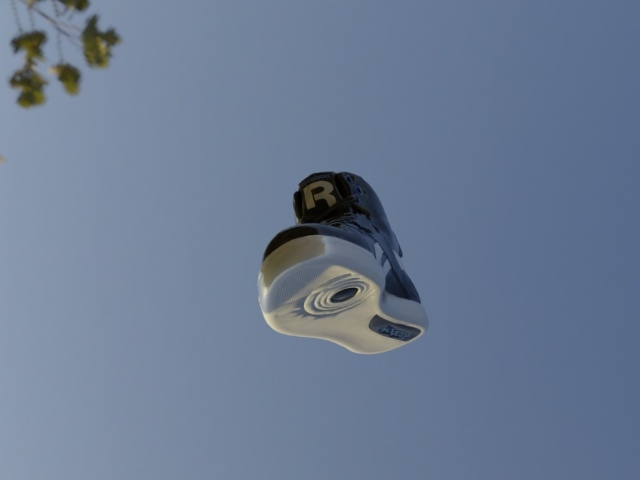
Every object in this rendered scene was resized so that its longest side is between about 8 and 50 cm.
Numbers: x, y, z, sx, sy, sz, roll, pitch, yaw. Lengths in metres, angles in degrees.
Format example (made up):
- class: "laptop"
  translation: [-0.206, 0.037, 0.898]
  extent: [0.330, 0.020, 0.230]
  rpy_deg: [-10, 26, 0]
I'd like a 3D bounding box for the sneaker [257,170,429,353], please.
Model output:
- class: "sneaker"
  translation: [0.000, 0.000, 0.789]
  extent: [0.079, 0.217, 0.121]
  rpy_deg: [-25, -113, 12]
